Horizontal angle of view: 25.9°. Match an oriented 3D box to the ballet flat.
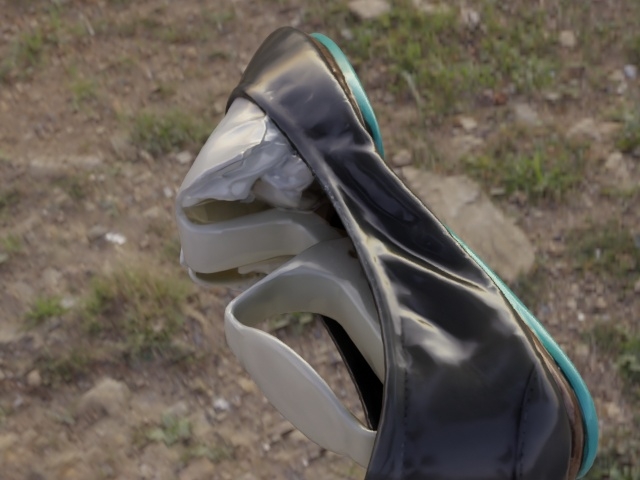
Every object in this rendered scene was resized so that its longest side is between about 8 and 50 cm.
[{"bbox_3d":[0.000,0.000,0.535,0.096,0.095,0.280,-15,38,-16],"label":"ballet flat"}]
